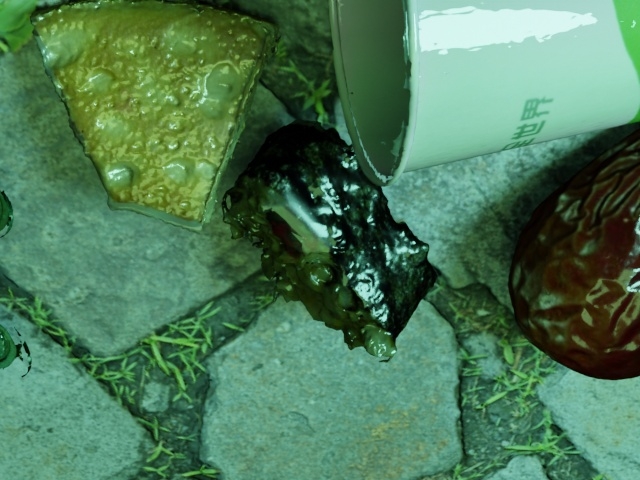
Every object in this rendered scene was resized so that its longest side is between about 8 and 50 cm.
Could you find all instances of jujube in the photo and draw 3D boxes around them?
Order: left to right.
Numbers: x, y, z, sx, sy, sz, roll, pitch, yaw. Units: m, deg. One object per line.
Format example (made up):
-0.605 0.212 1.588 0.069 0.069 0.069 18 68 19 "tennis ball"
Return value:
0.289 0.005 1.015 0.190 0.190 0.255 30 98 -23 "jujube"

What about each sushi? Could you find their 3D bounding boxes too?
0.000 0.000 0.981 0.115 0.147 0.212 -46 119 -18 "sushi"

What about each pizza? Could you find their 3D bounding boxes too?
-0.153 -0.119 0.937 0.204 0.080 0.188 15 98 -4 "pizza"

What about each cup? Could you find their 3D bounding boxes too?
0.154 -0.177 0.837 0.274 0.253 0.253 -6 124 -9 "cup"

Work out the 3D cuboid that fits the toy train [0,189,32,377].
-0.377 0.043 1.005 0.189 0.126 0.307 19 125 20 "toy train"
